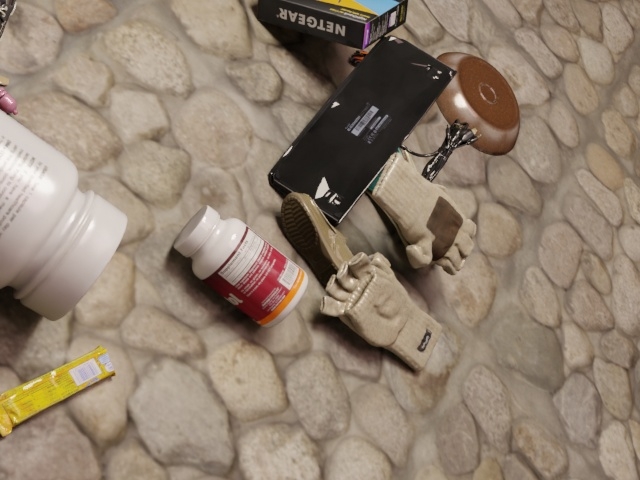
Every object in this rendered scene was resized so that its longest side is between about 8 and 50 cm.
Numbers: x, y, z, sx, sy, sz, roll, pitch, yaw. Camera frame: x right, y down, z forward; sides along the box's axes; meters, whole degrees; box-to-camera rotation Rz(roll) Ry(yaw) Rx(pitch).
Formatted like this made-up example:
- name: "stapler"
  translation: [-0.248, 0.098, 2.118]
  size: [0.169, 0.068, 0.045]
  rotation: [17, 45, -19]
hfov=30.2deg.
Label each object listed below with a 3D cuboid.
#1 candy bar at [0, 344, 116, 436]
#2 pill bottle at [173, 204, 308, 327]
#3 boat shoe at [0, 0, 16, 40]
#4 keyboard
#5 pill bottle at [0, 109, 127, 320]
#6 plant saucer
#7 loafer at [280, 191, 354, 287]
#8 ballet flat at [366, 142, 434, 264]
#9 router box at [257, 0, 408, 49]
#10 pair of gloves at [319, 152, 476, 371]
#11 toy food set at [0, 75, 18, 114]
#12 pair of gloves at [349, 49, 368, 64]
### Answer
- name: "candy bar"
  translation: [-0.272, 0.150, 1.215]
  size: [0.161, 0.018, 0.040]
  rotation: [-26, 87, -49]
- name: "pill bottle"
  translation: [-0.096, 0.029, 1.408]
  size: [0.152, 0.086, 0.086]
  rotation: [39, 43, -16]
- name: "boat shoe"
  translation: [-0.379, -0.274, 1.383]
  size: [0.046, 0.038, 0.125]
  rotation: [30, 47, -25]
- name: "keyboard"
  translation: [0.092, -0.137, 1.628]
  size: [0.202, 0.033, 0.317]
  rotation: [34, 64, 9]
- name: "pill bottle"
  translation: [-0.344, -0.051, 1.174]
  size: [0.283, 0.160, 0.160]
  rotation: [37, 44, -19]
- name: "plant saucer"
  translation: [0.267, -0.235, 1.958]
  size: [0.199, 0.036, 0.198]
  rotation: [22, 51, -31]
- name: "loafer"
  translation: [0.000, 0.000, 1.544]
  size: [0.050, 0.056, 0.148]
  rotation: [-37, 101, -49]
- name: "ballet flat"
  translation: [0.111, -0.076, 1.688]
  size: [0.086, 0.086, 0.248]
  rotation: [-17, 77, -47]
- name: "router box"
  translation: [0.018, -0.336, 1.711]
  size: [0.179, 0.046, 0.133]
  rotation: [20, 36, 23]
- name: "pair of gloves"
  translation: [0.108, 0.028, 1.555]
  size: [0.204, 0.042, 0.240]
  rotation: [33, 74, -39]
- name: "toy food set"
  translation: [-0.373, -0.145, 1.316]
  size: [0.078, 0.019, 0.122]
  rotation: [19, 52, -33]
- name: "pair of gloves"
  translation: [0.064, -0.298, 1.831]
  size: [0.074, 0.010, 0.083]
  rotation: [-3, 63, -42]
